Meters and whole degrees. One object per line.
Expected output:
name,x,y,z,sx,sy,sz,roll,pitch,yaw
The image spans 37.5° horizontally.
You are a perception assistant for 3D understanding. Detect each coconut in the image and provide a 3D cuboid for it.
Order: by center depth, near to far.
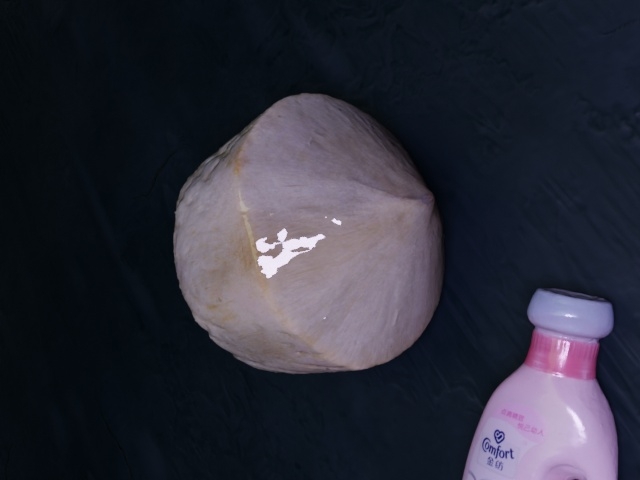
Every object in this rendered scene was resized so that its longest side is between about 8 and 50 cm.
coconut,0.000,0.000,1.014,0.329,0.329,0.328,-4,84,44

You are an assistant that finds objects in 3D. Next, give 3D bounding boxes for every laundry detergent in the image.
laundry detergent,0.216,0.215,0.914,0.159,0.088,0.335,14,96,39
